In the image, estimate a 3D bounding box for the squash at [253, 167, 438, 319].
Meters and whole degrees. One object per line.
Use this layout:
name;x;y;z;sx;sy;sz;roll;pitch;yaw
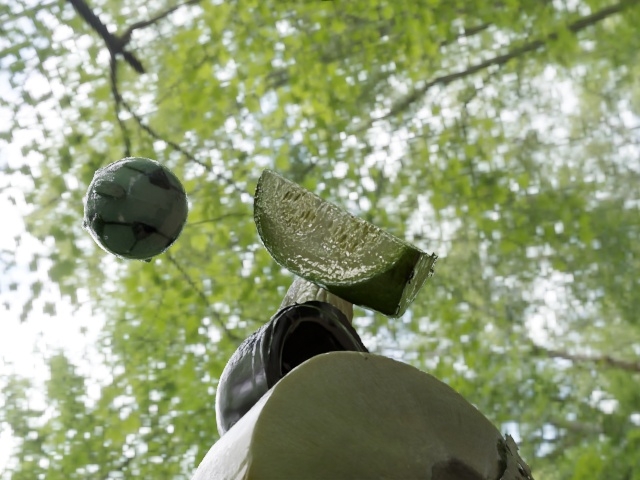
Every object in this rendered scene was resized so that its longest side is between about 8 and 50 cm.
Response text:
squash;0.000;0.000;1.291;0.111;0.288;0.203;-62;-14;4

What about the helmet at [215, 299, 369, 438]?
helmet;-0.035;0.208;1.239;0.230;0.160;0.279;54;-157;-10

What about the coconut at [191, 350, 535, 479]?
coconut;0.032;0.255;0.858;0.323;0.323;0.323;16;-110;-52

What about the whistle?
whistle;-0.260;-0.037;1.472;0.290;0.163;0.164;45;-135;-69

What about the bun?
bun;-0.009;0.157;1.726;0.134;0.220;0.220;25;-123;-11
